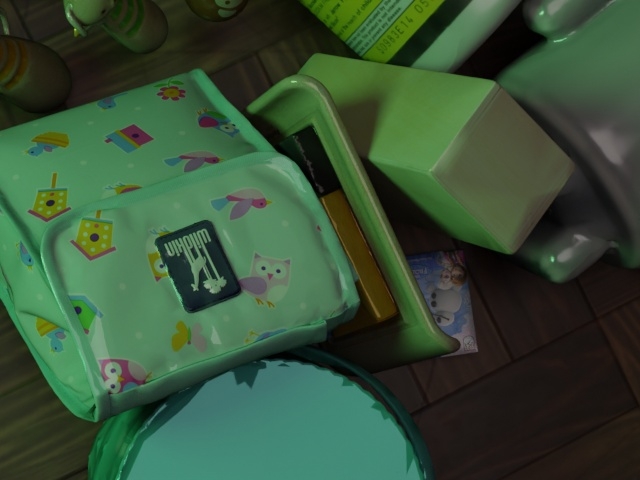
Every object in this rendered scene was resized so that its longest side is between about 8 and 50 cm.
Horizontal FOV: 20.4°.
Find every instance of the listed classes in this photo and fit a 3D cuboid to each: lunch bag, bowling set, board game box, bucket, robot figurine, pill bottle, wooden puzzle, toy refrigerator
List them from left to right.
[{"bbox_3d":[-0.164,-0.237,1.386,0.200,0.154,0.287,5,81,24],"label":"bowling set"},{"bbox_3d":[-0.123,0.009,1.328,0.223,0.262,0.160,-19,133,-23],"label":"lunch bag"},{"bbox_3d":[-0.048,0.210,1.386,0.281,0.183,0.281,1,86,-10],"label":"bucket"},{"bbox_3d":[0.000,0.000,1.394,0.044,0.221,0.238,-30,91,-22],"label":"wooden puzzle"},{"bbox_3d":[0.018,-0.287,1.440,0.334,0.188,0.188,41,80,-4],"label":"pill bottle"},{"bbox_3d":[0.069,-0.076,1.380,0.102,0.269,0.094,42,79,-28],"label":"toy refrigerator"},{"bbox_3d":[0.083,0.057,1.506,0.090,0.020,0.090,-8,88,-11],"label":"board game box"},{"bbox_3d":[0.278,-0.116,1.463,0.353,0.200,0.300,-37,118,-11],"label":"robot figurine"}]
